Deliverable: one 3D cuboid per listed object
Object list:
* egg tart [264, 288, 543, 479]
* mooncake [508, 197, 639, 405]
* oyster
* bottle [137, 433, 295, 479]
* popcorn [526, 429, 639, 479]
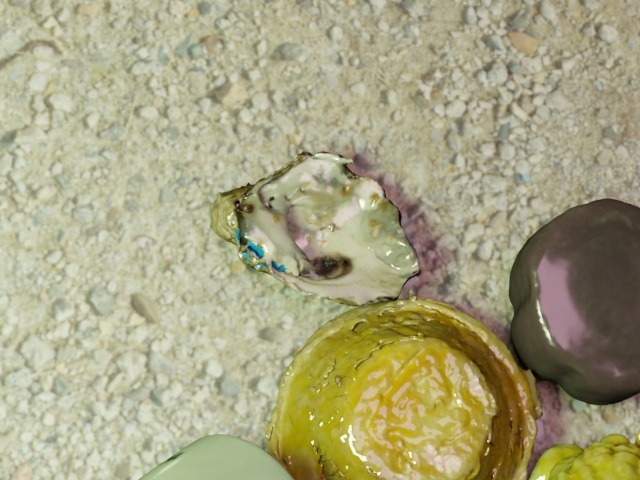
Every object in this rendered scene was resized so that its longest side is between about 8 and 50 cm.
[{"bbox_3d":[0.103,0.216,1.894,0.341,0.132,0.341,4,71,-11],"label":"egg tart"},{"bbox_3d":[0.344,0.077,1.997,0.245,0.133,0.244,4,69,-12],"label":"mooncake"},{"bbox_3d":[0.000,0.000,1.969,0.214,0.083,0.223,-21,66,-20],"label":"oyster"},{"bbox_3d":[-0.173,0.365,1.664,0.229,0.229,0.352,51,43,8],"label":"bottle"},{"bbox_3d":[0.363,0.309,1.890,0.235,0.217,0.181,-5,101,-33],"label":"popcorn"}]
